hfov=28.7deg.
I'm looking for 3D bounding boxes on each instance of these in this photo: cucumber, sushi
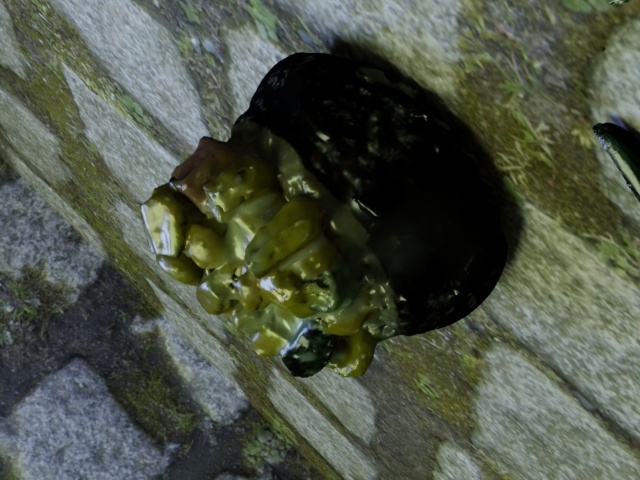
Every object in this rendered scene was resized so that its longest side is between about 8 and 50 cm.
[{"bbox_3d":[0.288,-0.026,1.035,0.184,0.036,0.033,49,152,-6],"label":"cucumber"},{"bbox_3d":[0.000,0.000,1.341,0.328,0.285,0.328,41,160,18],"label":"sushi"}]

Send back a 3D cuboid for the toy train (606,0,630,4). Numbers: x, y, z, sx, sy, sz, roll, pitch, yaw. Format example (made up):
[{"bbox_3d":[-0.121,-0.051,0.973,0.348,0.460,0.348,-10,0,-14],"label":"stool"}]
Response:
[{"bbox_3d":[0.171,-0.215,0.862,0.202,0.081,0.060,33,157,55],"label":"toy train"}]
